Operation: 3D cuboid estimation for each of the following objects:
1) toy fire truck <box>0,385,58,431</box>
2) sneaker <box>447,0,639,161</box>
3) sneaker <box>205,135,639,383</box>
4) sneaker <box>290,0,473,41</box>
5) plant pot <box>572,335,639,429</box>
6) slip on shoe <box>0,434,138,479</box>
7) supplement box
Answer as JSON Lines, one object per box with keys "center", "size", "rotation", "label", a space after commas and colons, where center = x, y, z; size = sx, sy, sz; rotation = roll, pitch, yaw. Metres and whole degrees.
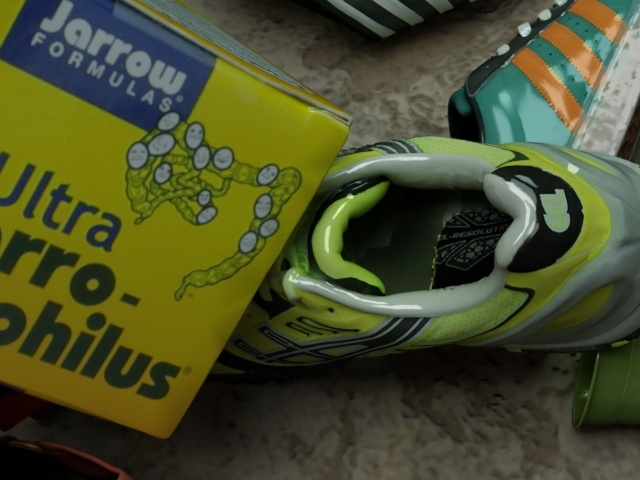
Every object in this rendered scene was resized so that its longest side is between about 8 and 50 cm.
{"center": [-0.204, 0.048, 0.849], "size": [0.047, 0.135, 0.192], "rotation": [-34, 60, -6], "label": "toy fire truck"}
{"center": [0.148, -0.101, 0.861], "size": [0.121, 0.108, 0.302], "rotation": [20, 70, 18], "label": "sneaker"}
{"center": [0.000, 0.000, 0.771], "size": [0.384, 0.147, 0.145], "rotation": [-11, 73, 33], "label": "sneaker"}
{"center": [-0.028, -0.341, 0.927], "size": [0.257, 0.169, 0.448], "rotation": [-31, 91, 1], "label": "sneaker"}
{"center": [0.192, 0.076, 0.779], "size": [0.079, 0.083, 0.083], "rotation": [12, 65, 6], "label": "plant pot"}
{"center": [-0.184, 0.151, 0.757], "size": [0.331, 0.101, 0.123], "rotation": [5, 45, 47], "label": "slip on shoe"}
{"center": [-0.175, -0.077, 0.770], "size": [0.195, 0.194, 0.356], "rotation": [-60, 34, 8], "label": "supplement box"}
